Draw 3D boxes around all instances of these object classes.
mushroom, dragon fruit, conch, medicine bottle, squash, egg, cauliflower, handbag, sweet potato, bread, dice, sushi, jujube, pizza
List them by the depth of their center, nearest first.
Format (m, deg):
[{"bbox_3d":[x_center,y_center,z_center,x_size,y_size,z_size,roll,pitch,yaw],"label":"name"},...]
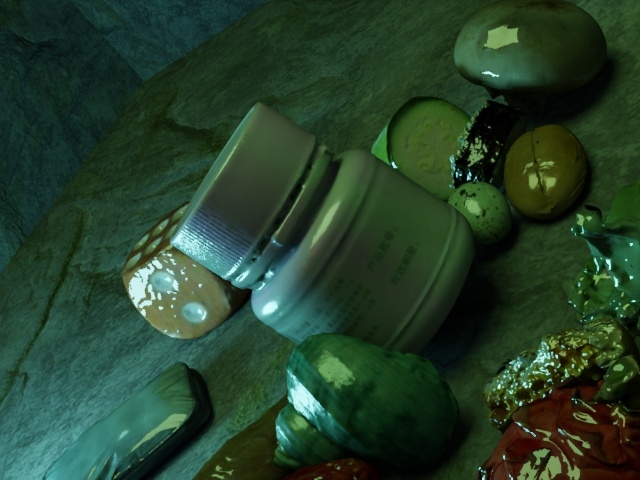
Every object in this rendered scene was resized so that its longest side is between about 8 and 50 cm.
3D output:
[{"bbox_3d":[0.222,0.201,0.855,0.209,0.172,0.172,-49,21,15],"label":"dragon fruit"},{"bbox_3d":[0.319,0.009,0.916,0.256,0.239,0.315,-23,-14,42],"label":"cauliflower"},{"bbox_3d":[0.230,0.143,0.977,0.246,0.127,0.058,-46,38,51],"label":"pizza"},{"bbox_3d":[0.009,0.295,1.097,0.176,0.109,0.112,-28,30,54],"label":"jujube"},{"bbox_3d":[0.029,0.195,1.163,0.202,0.134,0.196,-51,56,37],"label":"conch"},{"bbox_3d":[-0.096,0.304,1.233,0.131,0.131,0.337,-21,30,40],"label":"sweet potato"},{"bbox_3d":[0.000,0.000,1.292,0.256,0.325,0.256,-57,10,15],"label":"medicine bottle"},{"bbox_3d":[0.214,-0.033,1.376,0.085,0.085,0.110,-42,35,1],"label":"egg"},{"bbox_3d":[0.298,-0.100,1.377,0.114,0.077,0.189,-35,26,27],"label":"bread"},{"bbox_3d":[0.241,-0.133,1.475,0.078,0.090,0.150,20,62,23],"label":"sushi"},{"bbox_3d":[0.314,-0.273,1.536,0.226,0.178,0.226,-5,15,1],"label":"mushroom"},{"bbox_3d":[0.152,-0.125,1.553,0.170,0.170,0.123,-54,14,-26],"label":"squash"},{"bbox_3d":[-0.316,0.330,1.609,0.332,0.075,0.191,-38,27,1],"label":"handbag"},{"bbox_3d":[-0.234,0.053,1.820,0.175,0.179,0.174,-29,26,23],"label":"dice"}]
